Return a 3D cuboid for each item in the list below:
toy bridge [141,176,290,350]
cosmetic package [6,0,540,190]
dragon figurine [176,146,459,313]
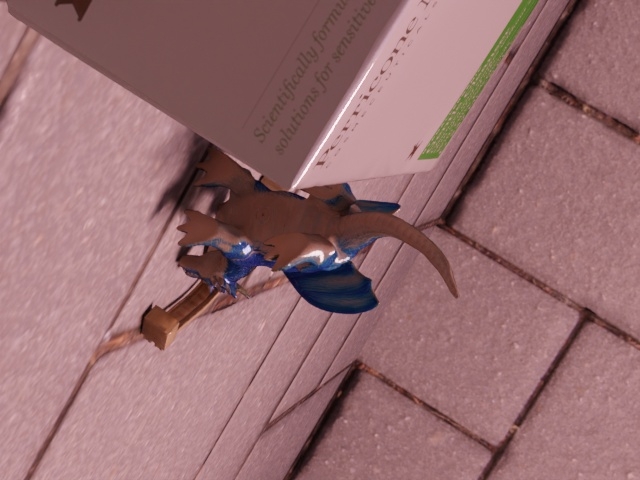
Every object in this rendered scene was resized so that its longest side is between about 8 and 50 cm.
[{"bbox_3d":[-0.083,0.020,1.056,0.188,0.026,0.063,-52,171,-33],"label":"toy bridge"},{"bbox_3d":[0.018,-0.148,0.665,0.197,0.155,0.365,-58,172,12],"label":"cosmetic package"},{"bbox_3d":[0.000,0.000,0.899,0.144,0.289,0.085,30,70,-53],"label":"dragon figurine"}]
